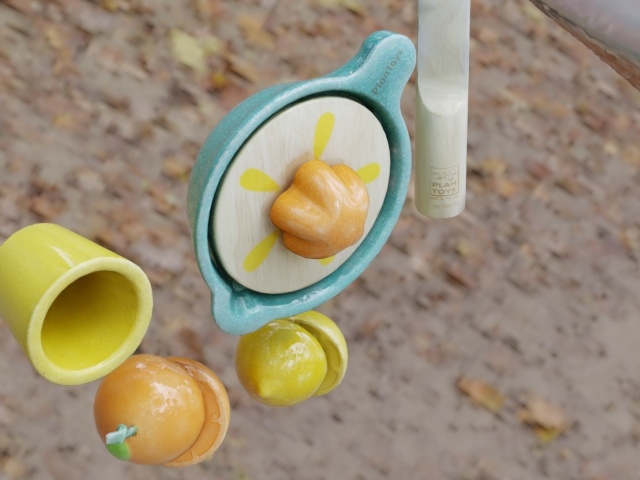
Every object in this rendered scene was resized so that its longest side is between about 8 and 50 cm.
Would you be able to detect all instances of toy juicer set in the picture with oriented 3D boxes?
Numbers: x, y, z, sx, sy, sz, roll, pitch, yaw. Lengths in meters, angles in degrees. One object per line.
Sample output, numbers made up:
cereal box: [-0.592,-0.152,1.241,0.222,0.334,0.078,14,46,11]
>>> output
toy juicer set: [0.000,0.000,0.999,0.089,0.329,0.209,35,-22,43]

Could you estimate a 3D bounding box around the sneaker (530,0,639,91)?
sneaker: [0.113,-0.074,0.408,0.108,0.121,0.302,35,10,-22]
